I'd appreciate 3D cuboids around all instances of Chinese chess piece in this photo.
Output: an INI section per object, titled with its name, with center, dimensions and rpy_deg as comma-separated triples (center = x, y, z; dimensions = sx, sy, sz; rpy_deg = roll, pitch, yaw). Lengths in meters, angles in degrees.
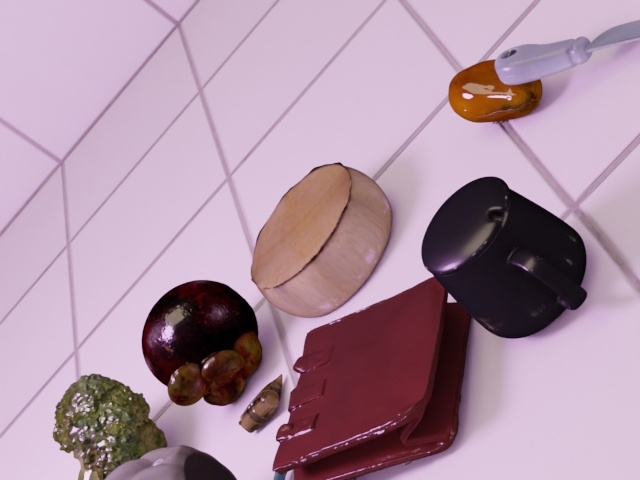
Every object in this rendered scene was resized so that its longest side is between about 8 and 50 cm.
[Chinese chess piece]
center = 0.000, 0.000, 2.251
dimensions = 0.257, 0.104, 0.257
rpy_deg = -40, 28, 27

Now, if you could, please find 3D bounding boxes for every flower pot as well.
[flower pot]
center = -0.207, 0.409, 1.936
dimensions = 0.195, 0.246, 0.246
rpy_deg = -37, 29, 14

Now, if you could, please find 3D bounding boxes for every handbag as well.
[handbag]
center = 0.068, 0.191, 1.881
dimensions = 0.275, 0.084, 0.260
rpy_deg = -27, 35, 33

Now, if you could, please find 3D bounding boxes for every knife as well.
[knife]
center = 0.397, -0.279, 1.955
dimensions = 0.331, 0.044, 0.080
rpy_deg = -12, 24, 32

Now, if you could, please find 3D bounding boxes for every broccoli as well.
[broccoli]
center = -0.335, 0.364, 2.320
dimensions = 0.254, 0.186, 0.302
rpy_deg = -55, 47, 47

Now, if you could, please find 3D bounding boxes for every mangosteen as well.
[mangosteen]
center = -0.191, 0.164, 2.283
dimensions = 0.210, 0.210, 0.210
rpy_deg = -40, 29, 27

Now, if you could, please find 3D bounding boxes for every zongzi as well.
[zongzi]
center = -0.091, 0.251, 2.175
dimensions = 0.076, 0.040, 0.083
rpy_deg = -47, 14, 29

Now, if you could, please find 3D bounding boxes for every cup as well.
[cup]
center = 0.238, 0.023, 1.737
dimensions = 0.169, 0.176, 0.223
rpy_deg = -53, 24, -6

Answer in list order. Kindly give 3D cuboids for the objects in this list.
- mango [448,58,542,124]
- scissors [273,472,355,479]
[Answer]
[mango]
center = 0.268, -0.220, 2.102
dimensions = 0.159, 0.084, 0.105
rpy_deg = 13, 54, 37
[scissors]
center = 0.011, 0.365, 1.859
dimensions = 0.180, 0.032, 0.393
rpy_deg = -44, 27, 19
